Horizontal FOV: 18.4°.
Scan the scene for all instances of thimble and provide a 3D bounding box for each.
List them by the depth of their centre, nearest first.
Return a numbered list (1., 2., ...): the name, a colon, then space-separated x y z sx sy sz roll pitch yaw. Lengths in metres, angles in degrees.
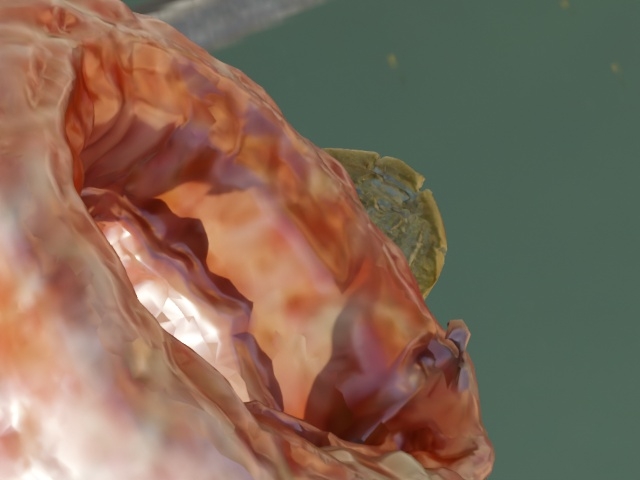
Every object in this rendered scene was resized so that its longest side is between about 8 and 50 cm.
1. thimble: -0.066 0.046 0.626 0.239 0.239 0.162 33 116 -33

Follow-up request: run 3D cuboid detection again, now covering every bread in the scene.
1. bread: 0.000 0.000 1.219 0.156 0.117 0.064 0 148 -18
